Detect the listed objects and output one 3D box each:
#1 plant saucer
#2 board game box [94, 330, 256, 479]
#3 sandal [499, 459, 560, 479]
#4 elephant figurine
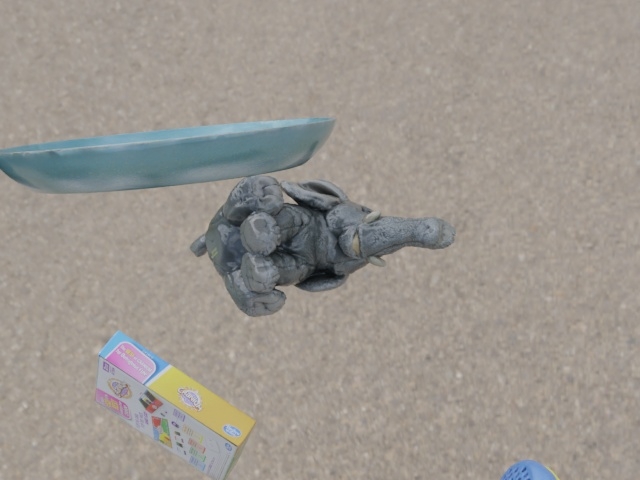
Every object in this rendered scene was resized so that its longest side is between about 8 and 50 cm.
[{"bbox_3d":[-0.141,-0.080,0.931,0.318,0.043,0.317,-5,8,1],"label":"plant saucer"},{"bbox_3d":[-0.291,0.332,1.945,0.317,0.242,0.064,33,57,5],"label":"board game box"},{"bbox_3d":[0.112,0.322,0.911,0.138,0.126,0.317,43,67,-3],"label":"sandal"},{"bbox_3d":[0.000,0.000,1.184,0.240,0.169,0.186,-9,50,-31],"label":"elephant figurine"}]
